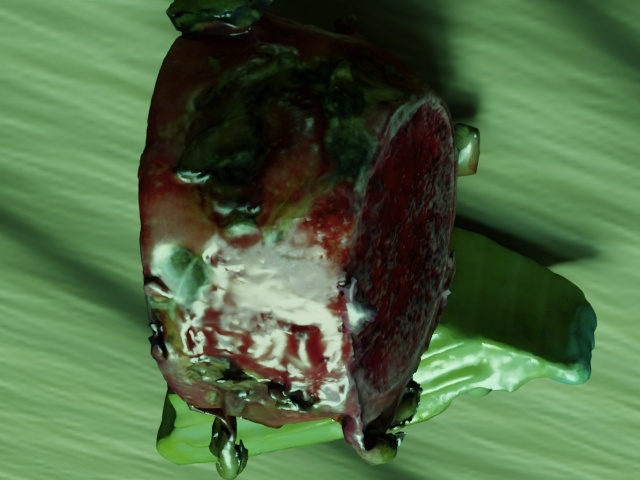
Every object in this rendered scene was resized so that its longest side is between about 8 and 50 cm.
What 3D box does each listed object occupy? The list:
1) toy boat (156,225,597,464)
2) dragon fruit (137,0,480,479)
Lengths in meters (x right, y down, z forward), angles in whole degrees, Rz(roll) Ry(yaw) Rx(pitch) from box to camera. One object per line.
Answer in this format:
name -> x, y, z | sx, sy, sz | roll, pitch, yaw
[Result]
toy boat -> 0.019, 0.059, 1.065 | 0.276, 0.111, 0.084 | -12, 129, 23
dragon fruit -> 0.000, 0.000, 0.925 | 0.147, 0.211, 0.282 | 2, 114, 11
